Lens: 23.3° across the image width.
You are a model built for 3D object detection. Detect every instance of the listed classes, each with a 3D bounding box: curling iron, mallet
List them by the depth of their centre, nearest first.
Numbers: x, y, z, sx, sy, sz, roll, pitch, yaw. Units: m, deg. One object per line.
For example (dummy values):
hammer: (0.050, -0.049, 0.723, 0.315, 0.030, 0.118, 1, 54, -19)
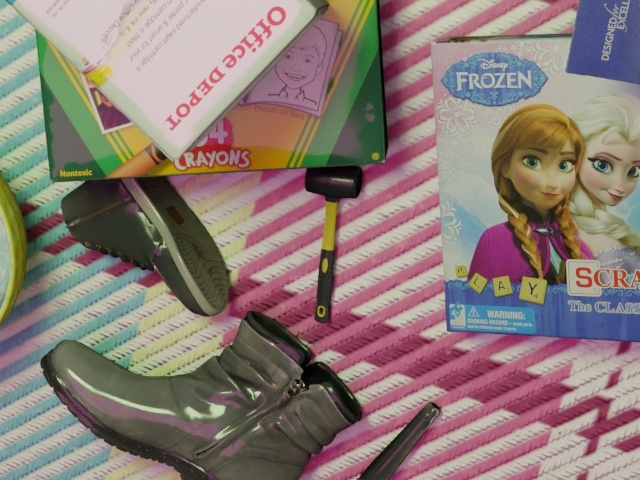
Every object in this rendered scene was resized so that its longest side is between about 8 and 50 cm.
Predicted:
mallet: (0.000, 0.000, 1.748, 0.062, 0.039, 0.190, 16, 111, 12)
curling iron: (0.040, 0.281, 1.798, 0.068, 0.035, 0.274, 46, 111, 2)

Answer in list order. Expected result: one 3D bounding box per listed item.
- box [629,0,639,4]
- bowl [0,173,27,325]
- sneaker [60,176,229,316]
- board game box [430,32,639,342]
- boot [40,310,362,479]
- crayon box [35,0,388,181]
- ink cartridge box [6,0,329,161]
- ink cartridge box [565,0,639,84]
box: (0.383, -0.344, 1.412, 0.290, 0.177, 0.279, 21, 118, -6)
bowl: (-0.454, -0.005, 1.818, 0.289, 0.156, 0.289, 4, 103, 16)
sneaker: (-0.200, 0.009, 1.793, 0.118, 0.083, 0.222, -36, 83, 27)
board game box: (0.278, -0.056, 1.606, 0.318, 0.066, 0.318, 1, 103, 26)
boot: (-0.134, 0.161, 1.795, 0.338, 0.118, 0.223, 34, 107, -5)
crayon box: (-0.117, -0.232, 1.653, 0.363, 0.106, 0.313, -3, 103, 5)
ink cartridge box: (-0.156, -0.246, 1.498, 0.270, 0.197, 0.198, 44, 100, -5)
ink cartridge box: (0.390, -0.247, 1.328, 0.307, 0.072, 0.304, 6, 120, 0)
